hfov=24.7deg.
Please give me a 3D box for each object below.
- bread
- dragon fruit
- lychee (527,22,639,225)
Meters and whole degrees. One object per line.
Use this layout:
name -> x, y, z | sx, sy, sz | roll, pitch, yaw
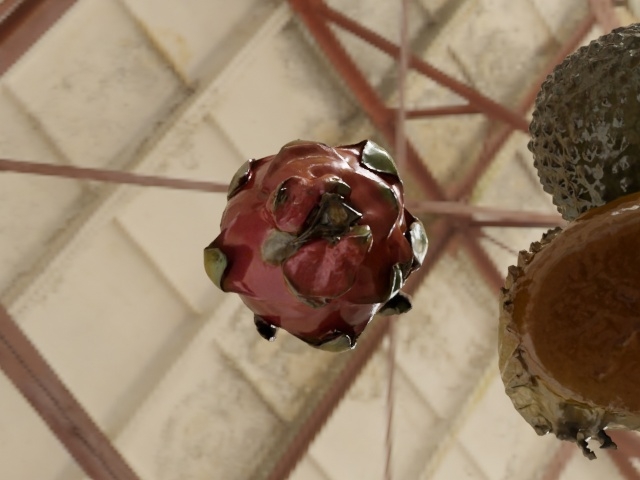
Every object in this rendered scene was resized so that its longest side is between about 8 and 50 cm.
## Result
bread -> 0.363, 0.064, 1.496 | 0.183, 0.389, 0.236 | 76, 171, -70
dragon fruit -> 0.000, 0.002, 1.477 | 0.227, 0.224, 0.224 | -75, -27, -74
lychee -> 0.362, -0.117, 1.661 | 0.255, 0.255, 0.274 | 23, -123, -43
